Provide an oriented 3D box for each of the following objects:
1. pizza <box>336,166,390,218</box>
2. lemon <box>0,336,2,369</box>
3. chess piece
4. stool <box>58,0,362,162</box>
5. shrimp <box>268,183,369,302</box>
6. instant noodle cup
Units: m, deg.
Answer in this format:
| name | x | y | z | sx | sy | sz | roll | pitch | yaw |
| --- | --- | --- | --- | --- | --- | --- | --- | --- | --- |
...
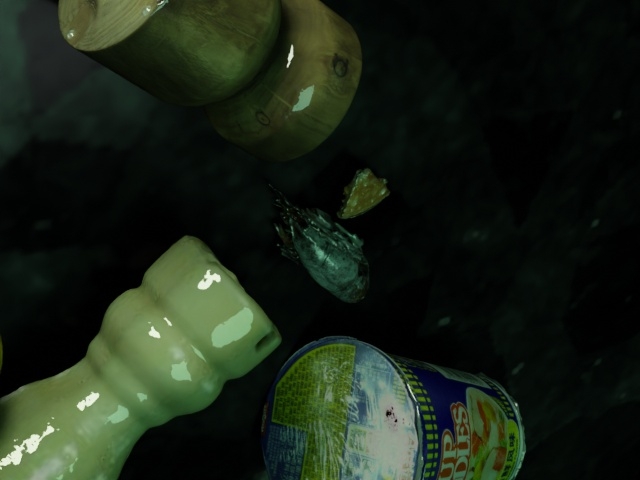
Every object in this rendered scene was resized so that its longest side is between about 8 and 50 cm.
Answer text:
| name | x | y | z | sx | sy | sz | roll | pitch | yaw |
| --- | --- | --- | --- | --- | --- | --- | --- | --- | --- |
| pizza | 0.053 | -0.068 | 1.565 | 0.083 | 0.025 | 0.078 | -25 | 138 | -27 |
| lemon | -0.424 | 0.116 | 1.256 | 0.203 | 0.178 | 0.178 | -20 | 133 | -1 |
| chess piece | -0.256 | 0.197 | 1.408 | 0.442 | 0.234 | 0.234 | -41 | 136 | -7 |
| stool | -0.106 | -0.209 | 1.237 | 0.264 | 0.179 | 0.179 | 29 | 103 | -44 |
| shrimp | 0.000 | 0.000 | 1.547 | 0.090 | 0.079 | 0.233 | -15 | 137 | 26 |
| instant noodle cup | 0.122 | 0.277 | 1.725 | 0.312 | 0.284 | 0.284 | 9 | 116 | -49 |
